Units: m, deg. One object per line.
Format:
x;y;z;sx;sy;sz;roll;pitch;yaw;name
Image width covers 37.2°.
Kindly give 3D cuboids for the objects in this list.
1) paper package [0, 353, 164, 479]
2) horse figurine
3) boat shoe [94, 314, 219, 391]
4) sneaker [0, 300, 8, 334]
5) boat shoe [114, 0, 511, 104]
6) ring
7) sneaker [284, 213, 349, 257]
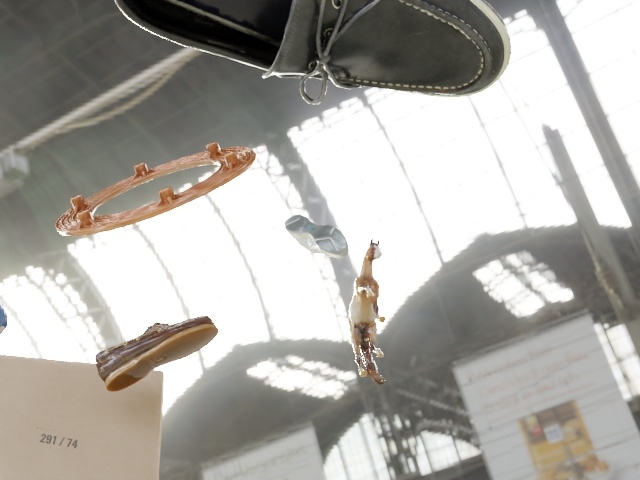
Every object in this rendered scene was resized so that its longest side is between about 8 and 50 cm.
-0.439;0.362;1.604;0.324;0.310;0.168;8;-47;-13;paper package
0.092;0.149;1.848;0.066;0.174;0.263;-2;-64;-7;horse figurine
-0.273;0.170;1.572;0.206;0.073;0.073;-24;-34;-12;boat shoe
-0.447;0.118;0.990;0.296;0.131;0.112;-17;-58;34;sneaker
-0.013;-0.259;1.115;0.499;0.156;0.187;17;-45;-12;boat shoe
-0.264;-0.091;1.513;0.336;0.032;0.336;-18;18;6;ring
0.000;0.000;1.782;0.054;0.152;0.061;-46;-42;-19;sneaker
